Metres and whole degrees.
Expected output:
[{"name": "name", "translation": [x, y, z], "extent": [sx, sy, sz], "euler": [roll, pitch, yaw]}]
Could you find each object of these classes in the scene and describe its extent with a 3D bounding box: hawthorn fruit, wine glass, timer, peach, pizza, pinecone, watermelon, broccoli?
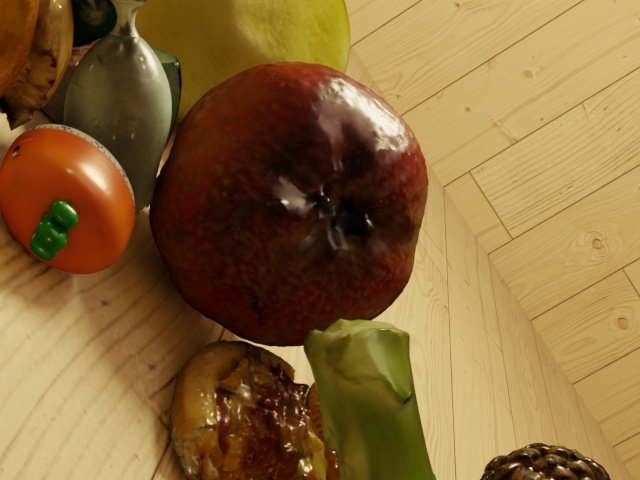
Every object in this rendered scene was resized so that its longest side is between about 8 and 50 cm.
[{"name": "hawthorn fruit", "translation": [-0.043, -0.040, 1.258], "extent": [0.284, 0.285, 0.369], "euler": [56, -6, -10]}, {"name": "wine glass", "translation": [-0.181, -0.132, 1.093], "extent": [0.103, 0.103, 0.222], "euler": [-79, 178, -71]}, {"name": "timer", "translation": [-0.216, -0.026, 0.999], "extent": [0.136, 0.099, 0.136], "euler": [39, 29, -27]}, {"name": "peach", "translation": [-0.108, -0.279, 1.541], "extent": [0.314, 0.281, 0.315], "euler": [16, 52, -79]}, {"name": "pizza", "translation": [-0.046, 0.194, 1.140], "extent": [0.228, 0.081, 0.289], "euler": [59, 12, 3]}, {"name": "pinecone", "translation": [0.329, 0.409, 1.698], "extent": [0.243, 0.243, 0.257], "euler": [63, 10, 20]}, {"name": "watermelon", "translation": [-0.232, -0.182, 1.238], "extent": [0.207, 0.136, 0.202], "euler": [49, 1, 32]}, {"name": "broccoli", "translation": [0.100, 0.281, 1.117], "extent": [0.397, 0.275, 0.353], "euler": [62, -18, 23]}]

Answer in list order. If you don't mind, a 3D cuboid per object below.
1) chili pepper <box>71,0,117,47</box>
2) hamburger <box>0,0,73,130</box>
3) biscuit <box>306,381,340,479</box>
[{"name": "chili pepper", "translation": [-0.274, -0.254, 1.210], "extent": [0.148, 0.116, 0.264], "euler": [19, 14, -37]}, {"name": "hamburger", "translation": [-0.301, -0.239, 1.022], "extent": [0.283, 0.156, 0.144], "euler": [57, 13, 2]}, {"name": "biscuit", "translation": [0.079, 0.293, 1.457], "extent": [0.305, 0.038, 0.305], "euler": [53, 14, -20]}]
